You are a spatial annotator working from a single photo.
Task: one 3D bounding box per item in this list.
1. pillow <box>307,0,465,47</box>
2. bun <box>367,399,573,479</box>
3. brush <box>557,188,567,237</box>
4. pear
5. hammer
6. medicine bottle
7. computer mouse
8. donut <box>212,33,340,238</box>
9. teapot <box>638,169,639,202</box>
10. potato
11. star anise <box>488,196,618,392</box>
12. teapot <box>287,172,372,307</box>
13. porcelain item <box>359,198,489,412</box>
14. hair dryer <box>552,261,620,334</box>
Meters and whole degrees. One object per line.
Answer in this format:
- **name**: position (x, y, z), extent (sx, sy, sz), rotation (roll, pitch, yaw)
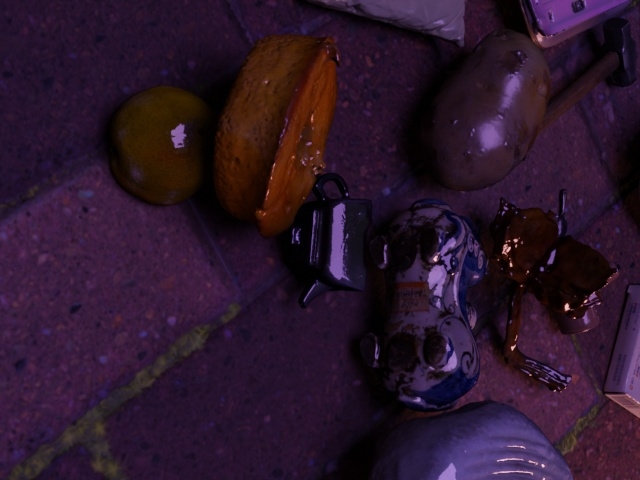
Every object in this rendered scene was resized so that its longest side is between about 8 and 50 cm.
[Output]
- **pillow**: position (0.103, -0.434, 1.569), extent (0.274, 0.076, 0.280), rotation (9, 84, -34)
- **bun**: position (0.186, 0.383, 1.465), extent (0.354, 0.194, 0.354), rotation (6, 81, -38)
- **brush**: position (0.384, -0.042, 1.785), extent (0.024, 0.008, 0.083), rotation (15, 76, -32)
- **pear**: position (-0.173, -0.113, 1.310), extent (0.141, 0.104, 0.141), rotation (4, 83, -33)
- **hammer**: position (0.387, -0.224, 1.779), extent (0.365, 0.043, 0.111), rotation (-39, 129, -30)
- **medicine bottle**: position (0.559, 0.195, 1.864), extent (0.171, 0.052, 0.201), rotation (32, 67, -31)
- **computer mouse**: position (0.403, -0.409, 1.802), extent (0.310, 0.072, 0.158), rotation (-28, 104, -38)
- **donut**: position (-0.046, -0.129, 1.336), extent (0.118, 0.253, 0.253), rotation (13, 72, 7)
- **teapot**: position (0.702, -0.132, 1.872), extent (0.239, 0.322, 0.239), rotation (-65, 158, -49)
- **potato**: position (0.236, -0.182, 1.604), extent (0.165, 0.165, 0.262), rotation (37, 70, -28)
- **star anise**: position (0.326, 0.075, 1.617), extent (0.148, 0.237, 0.346), rotation (-30, 127, -25)
- **teapot**: position (0.000, 0.000, 1.434), extent (0.096, 0.087, 0.177), rotation (10, 83, -35)
- **porcelain item**: position (0.155, 0.091, 1.531), extent (0.186, 0.138, 0.288), rotation (19, 68, -52)
- **hair dryer**: position (0.423, 0.066, 1.777), extent (0.182, 0.064, 0.117), rotation (-25, 99, -45)
